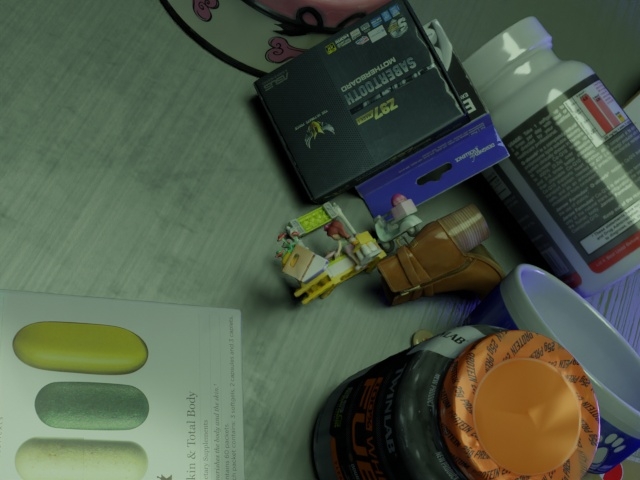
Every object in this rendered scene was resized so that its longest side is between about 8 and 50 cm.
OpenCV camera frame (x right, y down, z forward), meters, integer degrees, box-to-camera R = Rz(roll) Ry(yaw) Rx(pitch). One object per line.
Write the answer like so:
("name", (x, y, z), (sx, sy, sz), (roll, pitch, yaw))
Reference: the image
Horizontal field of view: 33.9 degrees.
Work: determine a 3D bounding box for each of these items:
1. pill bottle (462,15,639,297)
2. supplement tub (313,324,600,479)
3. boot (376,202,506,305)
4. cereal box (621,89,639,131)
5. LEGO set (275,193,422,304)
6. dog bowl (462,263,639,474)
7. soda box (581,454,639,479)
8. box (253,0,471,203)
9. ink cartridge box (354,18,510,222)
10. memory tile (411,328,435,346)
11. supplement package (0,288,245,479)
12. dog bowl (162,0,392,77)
("pill bottle", (0.338, -0.119, 1.474), (0.210, 0.210, 0.363), (-32, 85, -33))
("supplement tub", (0.139, 0.211, 1.142), (0.207, 0.338, 0.207), (7, 70, -19))
("boot", (0.159, 0.050, 1.386), (0.152, 0.197, 0.073), (-31, 42, -3))
("cereal box", (0.507, -0.089, 1.579), (0.240, 0.173, 0.047), (45, 13, -1))
("LEGO set", (0.000, 0.000, 1.303), (0.107, 0.132, 0.287), (55, 34, 12))
("dog bowl", (0.307, 0.158, 1.320), (0.265, 0.104, 0.265), (37, 21, -17))
("soda box", (0.337, 0.298, 1.373), (0.181, 0.061, 0.058), (17, 62, -18))
("box", (0.053, -0.181, 1.373), (0.232, 0.059, 0.183), (-28, 80, 12))
("ink cartridge box", (0.116, -0.156, 1.411), (0.206, 0.045, 0.208), (-29, 81, 9))
("memory tile", (0.152, 0.195, 1.360), (0.113, 0.012, 0.148), (28, 59, -12))
("supplement package", (-0.232, 0.181, 1.067), (0.262, 0.198, 0.199), (7, 66, -23))
("dog bowl", (-0.036, -0.432, 1.471), (0.407, 0.150, 0.408), (11, 63, -22))
